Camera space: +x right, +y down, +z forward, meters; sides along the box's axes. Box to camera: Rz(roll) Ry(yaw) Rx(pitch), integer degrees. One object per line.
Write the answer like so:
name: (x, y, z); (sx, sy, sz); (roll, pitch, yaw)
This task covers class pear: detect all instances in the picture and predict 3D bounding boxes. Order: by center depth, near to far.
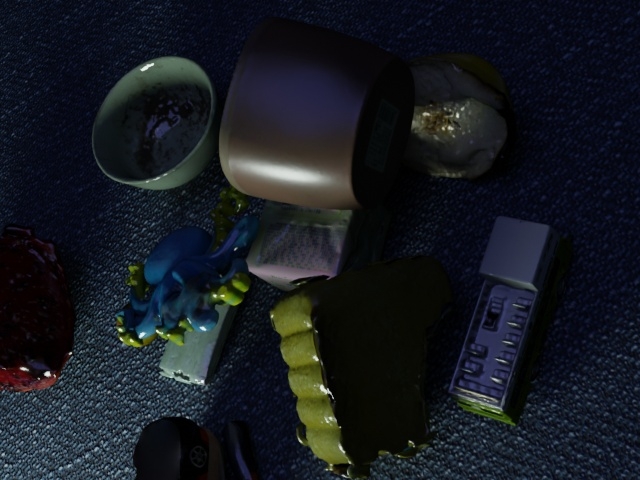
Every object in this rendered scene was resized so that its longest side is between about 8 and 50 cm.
pear: (0.228, -0.245, 1.529); (0.267, 0.267, 0.178); (6, 46, 30)

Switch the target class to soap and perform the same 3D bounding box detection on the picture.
soap: (0.000, 0.000, 1.555); (0.199, 0.138, 0.182); (7, 71, 30)

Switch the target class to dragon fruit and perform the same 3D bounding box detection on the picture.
dragon fruit: (-0.605, 0.159, 1.813); (0.286, 0.228, 0.329); (14, 52, -2)

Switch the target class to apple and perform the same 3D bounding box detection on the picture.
apple: (-0.346, 0.158, 1.708); (0.090, 0.074, 0.089); (-10, 63, 22)

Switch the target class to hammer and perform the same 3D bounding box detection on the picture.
hammer: (-0.107, 0.431, 1.486); (0.137, 0.037, 0.289); (-29, 59, 15)

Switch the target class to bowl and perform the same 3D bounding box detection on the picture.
bowl: (-0.305, -0.216, 1.806); (0.289, 0.146, 0.289); (-10, 64, 22)

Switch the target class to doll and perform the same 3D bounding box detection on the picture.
doll: (-0.227, 0.064, 1.598); (0.346, 0.099, 0.341); (-44, 35, 10)

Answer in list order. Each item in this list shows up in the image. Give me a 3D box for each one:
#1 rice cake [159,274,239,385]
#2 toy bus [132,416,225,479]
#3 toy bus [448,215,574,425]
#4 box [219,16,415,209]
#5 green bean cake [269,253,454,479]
rice cake: (-0.221, 0.165, 1.661); (0.124, 0.038, 0.211); (7, 73, 29)
toy bus: (-0.240, 0.455, 1.479); (0.128, 0.147, 0.302); (-10, 63, 25)
toy bus: (0.289, 0.118, 1.351); (0.113, 0.139, 0.301); (12, 77, 34)
box: (0.008, -0.190, 1.396); (0.216, 0.301, 0.301); (14, 76, 23)
green bean cake: (0.080, 0.190, 1.390); (0.202, 0.285, 0.309); (-18, 83, 60)
